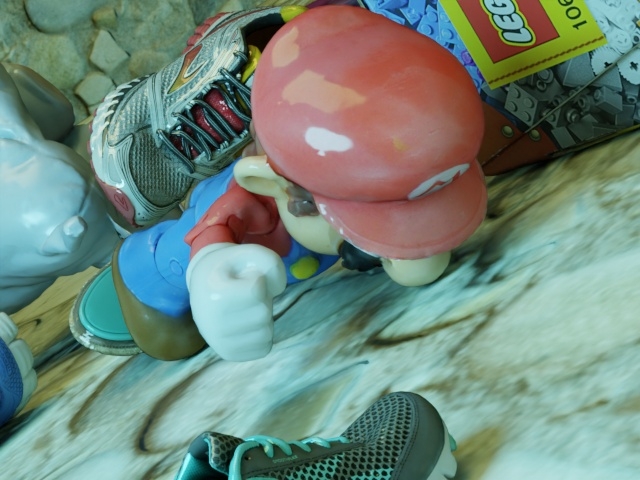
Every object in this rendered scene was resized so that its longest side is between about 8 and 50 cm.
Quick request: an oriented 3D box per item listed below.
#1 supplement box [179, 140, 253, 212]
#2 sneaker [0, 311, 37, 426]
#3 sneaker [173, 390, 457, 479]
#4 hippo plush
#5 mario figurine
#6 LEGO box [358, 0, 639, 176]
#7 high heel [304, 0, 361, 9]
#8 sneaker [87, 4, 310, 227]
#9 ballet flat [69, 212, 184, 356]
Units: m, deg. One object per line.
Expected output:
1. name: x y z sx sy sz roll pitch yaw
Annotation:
1. supplement box: 0.005 -0.075 1.359 0.233 0.080 0.078 -23 16 27
2. sneaker: -0.354 0.137 1.262 0.330 0.129 0.147 -27 7 25
3. sneaker: -0.014 0.092 0.667 0.065 0.076 0.166 -20 16 45
4. hippo plush: -0.245 0.023 1.437 0.236 0.234 0.294 -48 51 10
5. mario figurine: 0.000 0.000 1.039 0.320 0.170 0.198 -33 40 62
6. LEGO box: 0.301 -0.273 1.114 0.372 0.193 0.500 -19 17 49
7. high heel: -0.050 -0.113 1.632 0.377 0.127 0.181 -34 0 -42
8. sneaker: -0.076 -0.097 1.292 0.093 0.088 0.225 -13 31 45
9. ballet flat: -0.097 0.030 1.252 0.206 0.073 0.067 -39 -15 -44
